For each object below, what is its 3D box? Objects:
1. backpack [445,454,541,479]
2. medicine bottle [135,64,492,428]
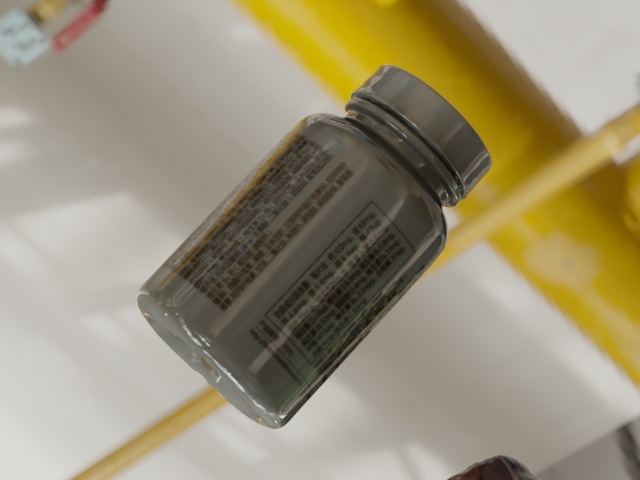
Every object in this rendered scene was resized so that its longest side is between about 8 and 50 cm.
[{"bbox_3d":[0.166,0.323,1.225,0.317,0.197,0.283,52,-164,-33],"label":"backpack"},{"bbox_3d":[0.000,0.000,0.782,0.079,0.140,0.079,41,170,9],"label":"medicine bottle"}]
